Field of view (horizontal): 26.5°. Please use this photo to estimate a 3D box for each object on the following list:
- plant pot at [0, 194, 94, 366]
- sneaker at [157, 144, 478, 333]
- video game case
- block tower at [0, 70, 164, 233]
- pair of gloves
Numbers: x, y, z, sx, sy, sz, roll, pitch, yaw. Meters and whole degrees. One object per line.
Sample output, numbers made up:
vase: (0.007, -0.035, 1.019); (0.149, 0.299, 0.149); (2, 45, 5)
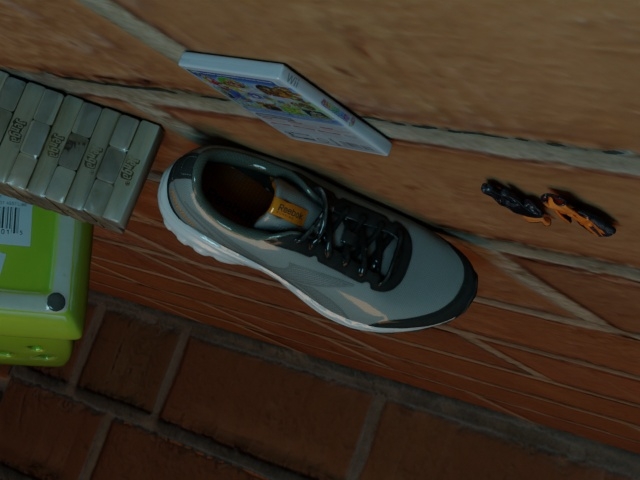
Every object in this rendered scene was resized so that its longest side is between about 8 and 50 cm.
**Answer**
plant pot: (-0.329, -0.003, 1.306); (0.228, 0.227, 0.207); (7, 170, -18)
sneaker: (0.000, 0.000, 1.084); (0.272, 0.100, 0.108); (21, 167, -6)
video game case: (-0.021, -0.086, 0.859); (0.087, 0.011, 0.122); (14, 170, 39)
block tower: (-0.300, -0.100, 1.150); (0.336, 0.091, 0.097); (19, 173, 7)
pair of gloves: (0.149, -0.021, 0.889); (0.083, 0.010, 0.074); (16, 173, 43)
